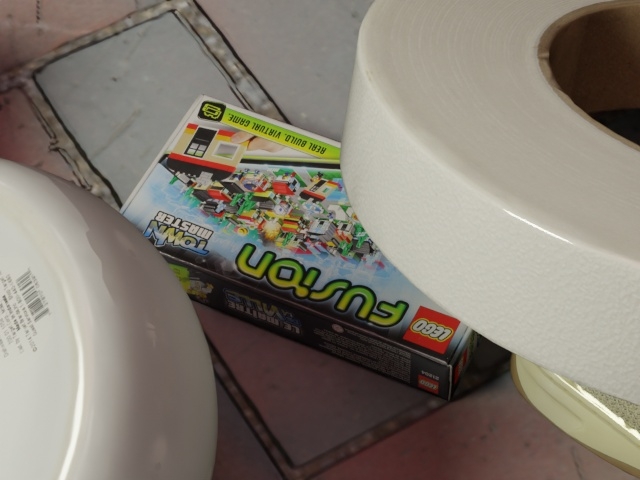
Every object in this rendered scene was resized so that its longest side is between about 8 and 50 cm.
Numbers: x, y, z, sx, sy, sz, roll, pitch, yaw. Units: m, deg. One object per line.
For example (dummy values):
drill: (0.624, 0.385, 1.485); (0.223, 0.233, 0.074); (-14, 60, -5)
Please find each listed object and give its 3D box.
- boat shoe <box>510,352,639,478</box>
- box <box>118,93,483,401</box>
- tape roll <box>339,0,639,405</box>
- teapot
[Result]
boat shoe: (0.228, 0.091, 0.828); (0.302, 0.098, 0.109); (33, 41, 27)
box: (0.000, 0.000, 0.958); (0.207, 0.036, 0.114); (20, 56, 16)
tape roll: (0.205, -0.046, 0.877); (0.392, 0.072, 0.392); (6, 32, -4)
teapot: (-0.144, 0.086, 0.813); (0.252, 0.187, 0.256); (10, 82, 29)
